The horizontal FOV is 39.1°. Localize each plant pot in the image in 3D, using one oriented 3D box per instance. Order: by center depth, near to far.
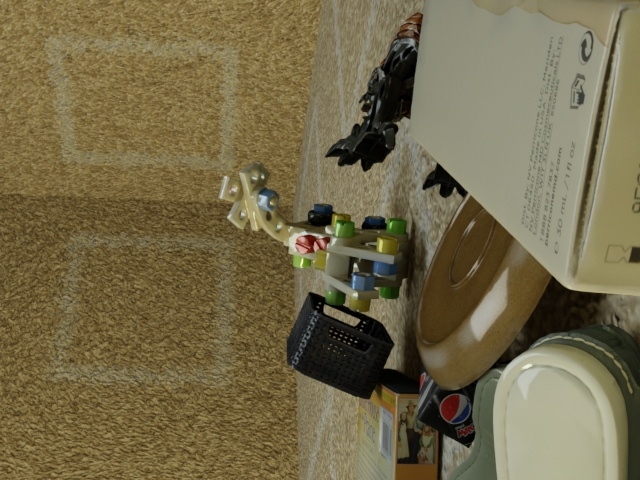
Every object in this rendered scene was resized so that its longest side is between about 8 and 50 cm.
[{"bbox_3d":[0.138,0.010,0.756,0.236,0.032,0.236,-62,8,15],"label":"plant pot"}]

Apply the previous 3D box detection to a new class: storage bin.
[{"bbox_3d":[0.024,0.143,1.258,0.180,0.122,0.084,-107,41,-83],"label":"storage bin"}]

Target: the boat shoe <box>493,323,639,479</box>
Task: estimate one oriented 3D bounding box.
[{"bbox_3d":[0.176,0.207,0.618,0.099,0.116,0.320,-25,-61,-48],"label":"boat shoe"}]

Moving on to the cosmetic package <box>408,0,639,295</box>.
[{"bbox_3d":[0.156,-0.073,0.472,0.309,0.160,0.113,-110,24,-70],"label":"cosmetic package"}]

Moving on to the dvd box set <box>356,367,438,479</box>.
[{"bbox_3d":[0.097,0.399,1.241,0.307,0.062,0.421,158,114,-83],"label":"dvd box set"}]

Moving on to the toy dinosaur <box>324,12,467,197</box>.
[{"bbox_3d":[0.110,-0.179,1.001,0.322,0.164,0.219,55,-131,-75],"label":"toy dinosaur"}]

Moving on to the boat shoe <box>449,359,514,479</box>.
[{"bbox_3d":[0.162,0.184,0.743,0.081,0.068,0.228,41,140,37],"label":"boat shoe"}]

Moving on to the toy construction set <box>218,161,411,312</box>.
[{"bbox_3d":[0.000,0.000,1.352,0.215,0.327,0.151,-13,-54,-52],"label":"toy construction set"}]

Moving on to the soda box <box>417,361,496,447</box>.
[{"bbox_3d":[0.129,0.128,0.850,0.060,0.053,0.169,-61,-2,14],"label":"soda box"}]
